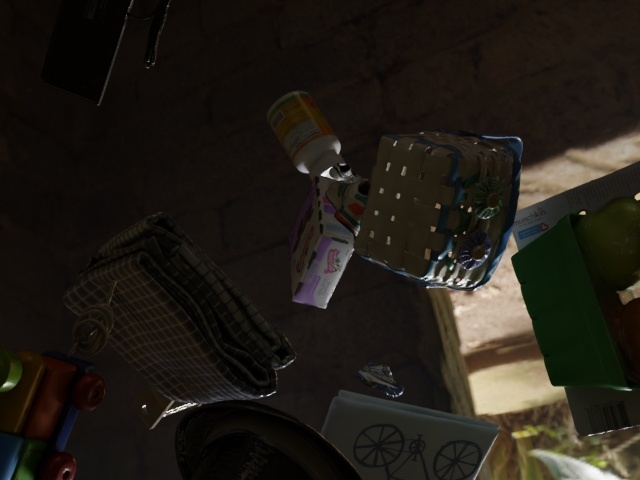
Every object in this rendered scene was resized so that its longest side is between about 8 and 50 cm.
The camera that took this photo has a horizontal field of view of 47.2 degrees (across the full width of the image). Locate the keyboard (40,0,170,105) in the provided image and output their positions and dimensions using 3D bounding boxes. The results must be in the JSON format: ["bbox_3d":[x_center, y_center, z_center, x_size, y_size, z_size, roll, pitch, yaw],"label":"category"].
[{"bbox_3d":[-0.334,-0.379,1.216,0.201,0.317,0.033,22,-171,9],"label":"keyboard"}]

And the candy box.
[{"bbox_3d":[0.000,0.000,1.379,0.070,0.196,0.165,15,125,-15],"label":"candy box"}]

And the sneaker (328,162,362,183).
[{"bbox_3d":[0.060,-0.143,1.581,0.083,0.032,0.037,12,135,-31],"label":"sneaker"}]

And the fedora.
[{"bbox_3d":[-0.085,0.369,0.930,0.334,0.152,0.334,13,124,20],"label":"fedora"}]

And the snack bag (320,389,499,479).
[{"bbox_3d":[0.110,0.431,1.243,0.323,0.037,0.342,15,104,-21],"label":"snack bag"}]

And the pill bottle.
[{"bbox_3d":[-0.031,-0.269,1.970,0.136,0.246,0.136,-27,161,-10],"label":"pill bottle"}]

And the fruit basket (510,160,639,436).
[{"bbox_3d":[0.446,0.055,0.938,0.353,0.327,0.165,-24,163,30],"label":"fruit basket"}]

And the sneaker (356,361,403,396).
[{"bbox_3d":[0.138,0.304,1.644,0.135,0.058,0.052,16,151,49],"label":"sneaker"}]

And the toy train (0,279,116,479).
[{"bbox_3d":[-0.303,0.137,0.768,0.105,0.248,0.143,12,165,21],"label":"toy train"}]

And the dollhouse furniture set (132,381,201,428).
[{"bbox_3d":[-0.312,0.249,1.449,0.129,0.184,0.129,-51,157,26],"label":"dollhouse furniture set"}]

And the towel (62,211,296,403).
[{"bbox_3d":[-0.205,0.112,1.028,0.284,0.121,0.235,49,144,-17],"label":"towel"}]

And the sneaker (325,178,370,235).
[{"bbox_3d":[0.057,-0.068,1.157,0.057,0.161,0.075,41,103,-20],"label":"sneaker"}]

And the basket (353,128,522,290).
[{"bbox_3d":[0.196,-0.041,1.091,0.201,0.255,0.289,20,-165,35],"label":"basket"}]
